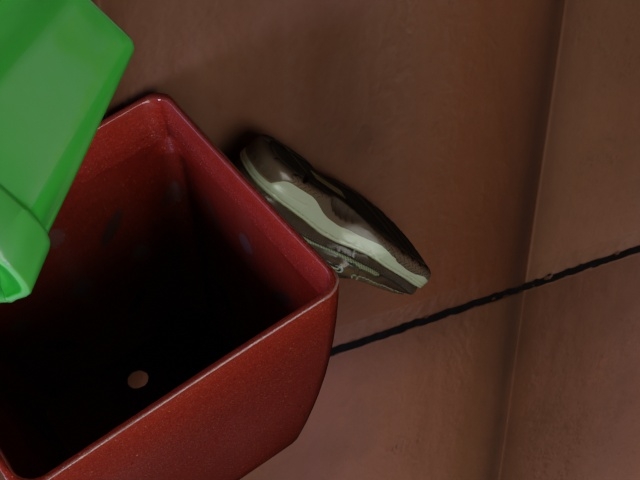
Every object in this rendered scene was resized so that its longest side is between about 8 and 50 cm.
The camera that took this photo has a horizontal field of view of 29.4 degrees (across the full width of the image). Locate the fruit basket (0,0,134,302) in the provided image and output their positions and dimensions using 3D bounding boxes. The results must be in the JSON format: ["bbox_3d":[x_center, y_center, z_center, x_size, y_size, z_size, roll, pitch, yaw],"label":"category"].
[{"bbox_3d":[-0.346,-0.062,0.680,0.392,0.283,0.392,4,83,-29],"label":"fruit basket"}]

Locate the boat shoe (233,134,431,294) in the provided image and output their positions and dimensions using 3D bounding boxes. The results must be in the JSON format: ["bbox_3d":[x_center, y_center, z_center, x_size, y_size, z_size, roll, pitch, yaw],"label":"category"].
[{"bbox_3d":[-0.003,-0.005,1.150,0.095,0.095,0.257,-44,129,14],"label":"boat shoe"}]

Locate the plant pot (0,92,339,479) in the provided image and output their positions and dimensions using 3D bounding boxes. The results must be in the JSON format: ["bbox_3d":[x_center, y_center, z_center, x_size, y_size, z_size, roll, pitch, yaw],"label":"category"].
[{"bbox_3d":[-0.150,0.092,0.992,0.267,0.267,0.236,-32,144,-16],"label":"plant pot"}]
